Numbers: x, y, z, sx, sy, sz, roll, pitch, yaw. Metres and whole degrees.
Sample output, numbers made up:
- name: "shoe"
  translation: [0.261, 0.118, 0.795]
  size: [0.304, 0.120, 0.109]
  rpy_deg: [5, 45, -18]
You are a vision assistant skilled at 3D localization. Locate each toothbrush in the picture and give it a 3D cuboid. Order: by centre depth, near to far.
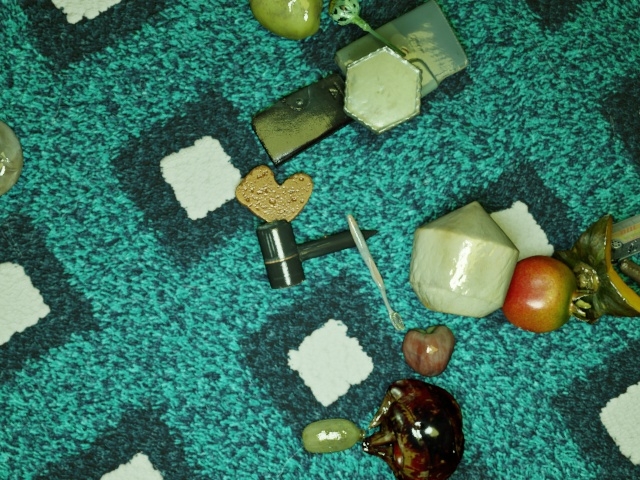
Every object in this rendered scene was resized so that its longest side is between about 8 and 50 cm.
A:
- name: "toothbrush"
  translation: [0.157, 0.094, 1.873]
  size: [0.028, 0.037, 0.375]
  rpy_deg: [-28, 98, -23]

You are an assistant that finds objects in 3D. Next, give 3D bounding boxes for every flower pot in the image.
- name: "flower pot"
  translation: [0.171, -0.415, 1.820]
  size: [0.239, 0.189, 0.209]
  rpy_deg: [35, 99, -1]

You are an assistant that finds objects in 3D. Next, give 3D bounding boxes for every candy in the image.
- name: "candy"
  translation: [0.143, -0.629, 1.909]
  size: [0.305, 0.083, 0.091]
  rpy_deg: [42, 91, 21]

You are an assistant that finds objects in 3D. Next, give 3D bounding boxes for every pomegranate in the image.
- name: "pomegranate"
  translation: [0.633, 0.158, 1.832]
  size: [0.256, 0.221, 0.221]
  rpy_deg: [18, 82, 34]

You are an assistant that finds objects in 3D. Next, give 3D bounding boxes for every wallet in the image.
- name: "wallet"
  translation: [-0.040, -0.364, 1.927]
  size: [0.318, 0.045, 0.172]
  rpy_deg: [-31, 89, -8]
- name: "wallet"
  translation: [0.248, -0.539, 1.945]
  size: [0.360, 0.083, 0.252]
  rpy_deg: [-30, 86, -1]

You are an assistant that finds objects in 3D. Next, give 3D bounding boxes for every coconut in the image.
- name: "coconut"
  translation: [0.397, 0.047, 1.799]
  size: [0.328, 0.329, 0.329]
  rpy_deg: [0, 85, -4]

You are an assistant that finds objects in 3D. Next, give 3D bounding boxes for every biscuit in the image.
- name: "biscuit"
  translation: [-0.131, -0.145, 1.901]
  size: [0.192, 0.036, 0.186]
  rpy_deg: [36, 85, -3]

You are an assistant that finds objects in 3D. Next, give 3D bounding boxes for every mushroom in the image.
- name: "mushroom"
  translation: [-0.941, -0.229, 1.757]
  size: [0.243, 0.243, 0.243]
  rpy_deg: [0, 85, -4]

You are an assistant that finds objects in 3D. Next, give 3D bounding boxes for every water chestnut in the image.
- name: "water chestnut"
  translation: [0.261, 0.524, 1.770]
  size: [0.244, 0.289, 0.289]
  rpy_deg: [-1, 84, 28]

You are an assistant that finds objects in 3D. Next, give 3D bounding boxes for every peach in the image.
- name: "peach"
  translation: [0.307, 0.317, 1.853]
  size: [0.152, 0.152, 0.152]
  rpy_deg: [0, 85, -4]

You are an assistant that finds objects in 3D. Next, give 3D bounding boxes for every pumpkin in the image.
- name: "pumpkin"
  translation: [0.773, 0.098, 1.843]
  size: [0.095, 0.258, 0.290]
  rpy_deg: [-22, 85, -22]

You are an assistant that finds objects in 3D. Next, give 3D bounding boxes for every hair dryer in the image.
- name: "hair dryer"
  translation: [0.000, 0.000, 1.871]
  size: [0.352, 0.107, 0.189]
  rpy_deg: [-17, 97, -16]

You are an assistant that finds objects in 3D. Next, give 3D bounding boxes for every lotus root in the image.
- name: "lotus root"
  translation: [0.040, 0.548, 1.829]
  size: [0.183, 0.077, 0.090]
  rpy_deg: [-2, 85, -3]

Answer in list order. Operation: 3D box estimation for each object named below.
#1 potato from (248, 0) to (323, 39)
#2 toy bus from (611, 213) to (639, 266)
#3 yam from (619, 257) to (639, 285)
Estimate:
- name: "potato"
  translation: [-0.103, -0.696, 1.896]
  size: [0.228, 0.197, 0.148]
  rpy_deg: [14, 42, 8]
- name: "toy bus"
  translation: [0.904, -0.004, 1.931]
  size: [0.268, 0.092, 0.106]
  rpy_deg: [-21, 46, -6]
- name: "yam"
  translation: [0.994, 0.136, 1.955]
  size: [0.241, 0.057, 0.057]
  rpy_deg: [38, 83, -2]
